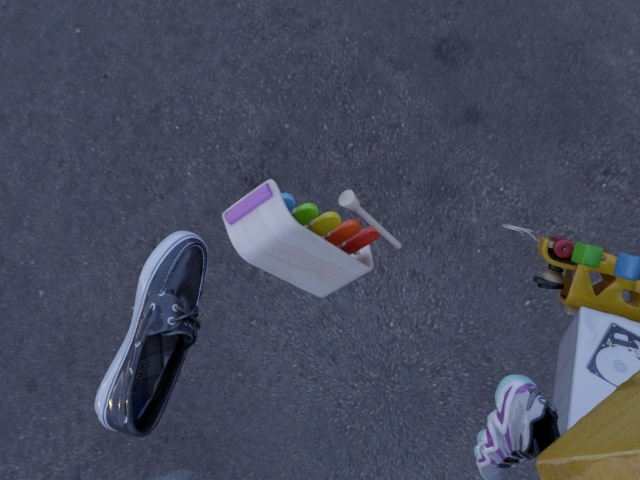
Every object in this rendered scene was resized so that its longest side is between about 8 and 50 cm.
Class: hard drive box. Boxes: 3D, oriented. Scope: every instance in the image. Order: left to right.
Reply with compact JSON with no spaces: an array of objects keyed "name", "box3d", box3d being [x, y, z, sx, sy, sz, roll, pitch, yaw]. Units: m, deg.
[{"name":"hard drive box","box3d":[0.361,0.213,0.625,0.181,0.089,0.232,16,52,14]}]

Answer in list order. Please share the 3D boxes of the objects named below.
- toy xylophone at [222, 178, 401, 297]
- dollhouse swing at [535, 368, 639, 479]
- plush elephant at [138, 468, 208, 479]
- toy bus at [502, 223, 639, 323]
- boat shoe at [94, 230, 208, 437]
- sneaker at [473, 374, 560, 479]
[{"name":"toy xylophone","box3d":[0.000,0.000,0.972,0.236,0.322,0.081,-27,54,16]},{"name":"dollhouse swing","box3d":[0.367,0.213,0.261,0.315,0.305,0.347,-20,87,-32]},{"name":"plush elephant","box3d":[-0.116,0.227,0.212,0.255,0.330,0.272,-9,47,-8]},{"name":"toy bus","box3d":[0.381,0.057,0.801,0.190,0.202,0.105,10,97,-29]},{"name":"boat shoe","box3d":[-0.168,0.100,0.603,0.076,0.080,0.229,9,69,40]},{"name":"sneaker","box3d":[0.154,0.160,0.424,0.038,0.069,0.098,1,108,-17]}]
